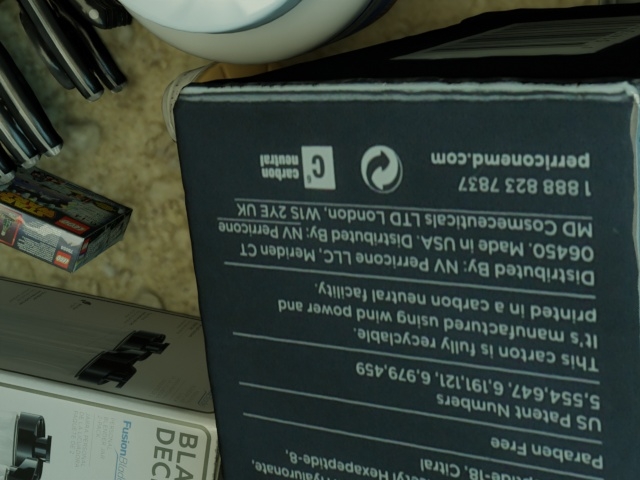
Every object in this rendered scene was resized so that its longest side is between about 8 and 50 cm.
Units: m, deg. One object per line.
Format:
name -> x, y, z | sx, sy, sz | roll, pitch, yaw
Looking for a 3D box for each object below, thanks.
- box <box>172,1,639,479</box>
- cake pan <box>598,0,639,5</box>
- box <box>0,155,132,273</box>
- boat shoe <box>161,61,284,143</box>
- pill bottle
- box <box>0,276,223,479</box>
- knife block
box -> 0.120, 0.091, 0.592 | 0.212, 0.293, 0.395 | 4, 107, 35
cake pan -> 0.310, -0.138, 0.663 | 0.293, 0.054, 0.293 | 2, 104, 9
box -> -0.201, -0.027, 0.756 | 0.137, 0.094, 0.027 | 23, 106, 3
boat shoe -> 0.000, 0.000, 0.733 | 0.098, 0.096, 0.277 | -42, 113, -18
pill bottle -> -0.029, -0.170, 0.600 | 0.152, 0.272, 0.152 | 2, 103, 10
box -> -0.183, 0.095, 0.744 | 0.290, 0.169, 0.087 | 10, 105, 7
knife block -> -0.249, -0.175, 0.722 | 0.276, 0.088, 0.242 | 15, 102, -1
